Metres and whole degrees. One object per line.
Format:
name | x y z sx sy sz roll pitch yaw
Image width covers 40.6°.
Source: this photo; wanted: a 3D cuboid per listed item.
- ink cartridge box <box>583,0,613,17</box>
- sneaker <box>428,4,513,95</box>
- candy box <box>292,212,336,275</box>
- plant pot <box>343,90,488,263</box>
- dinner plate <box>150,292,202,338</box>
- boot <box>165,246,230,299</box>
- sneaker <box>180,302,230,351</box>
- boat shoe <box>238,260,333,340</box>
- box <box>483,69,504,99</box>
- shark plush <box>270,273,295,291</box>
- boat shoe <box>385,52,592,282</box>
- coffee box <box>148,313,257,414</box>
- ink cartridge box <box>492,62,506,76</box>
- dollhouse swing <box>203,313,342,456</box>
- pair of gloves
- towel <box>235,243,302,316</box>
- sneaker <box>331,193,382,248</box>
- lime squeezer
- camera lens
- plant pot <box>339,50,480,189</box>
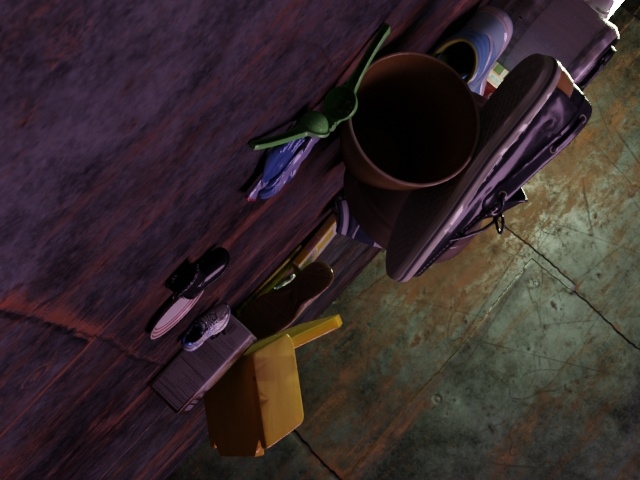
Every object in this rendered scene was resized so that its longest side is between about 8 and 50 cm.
ink cartridge box | 0.613 -0.617 1.988 0.115 0.198 0.273 -49 172 6
sneaker | 0.279 -0.340 1.862 0.208 0.127 0.319 -43 161 -41
candy box | 0.000 0.000 2.243 0.206 0.027 0.105 -51 170 -17
plant pot | 0.251 -0.157 1.804 0.323 0.323 0.280 -40 173 -41
dinner plate | -0.269 0.128 1.612 0.141 0.017 0.141 -45 171 -10
boot | -0.211 0.055 1.494 0.121 0.045 0.099 -46 168 -4
sneaker | -0.248 0.186 1.869 0.135 0.052 0.058 -46 167 -11
boat shoe | -0.086 0.163 2.192 0.285 0.105 0.089 -33 169 -15
box | 0.400 -0.367 2.252 0.154 0.142 0.300 -52 171 19
shark plush | -0.104 0.144 2.381 0.067 0.073 0.161 -19 -176 15
boat shoe | 0.295 -0.100 1.569 0.500 0.156 0.187 -52 -159 22
coffee box | -0.271 0.283 2.021 0.246 0.098 0.141 -47 171 -7
ink cartridge box | 0.499 -0.492 2.480 0.171 0.056 0.235 -50 173 22
dollhouse swing | -0.103 0.375 2.247 0.304 0.315 0.347 -4 170 -31
pair of gloves | -0.064 -0.130 1.455 0.159 0.023 0.198 -51 172 11
towel | -0.127 0.109 2.211 0.237 0.021 0.102 -46 172 -9
sneaker | 0.116 -0.129 2.152 0.099 0.153 0.282 95 8 -72
lime squeezer | 0.010 -0.207 1.356 0.310 0.059 0.110 -44 171 -20
camera lens | 0.511 -0.457 1.954 0.219 0.274 0.219 -46 171 -10
plant pot | 0.132 -0.187 1.579 0.237 0.237 0.254 -45 -177 -16
